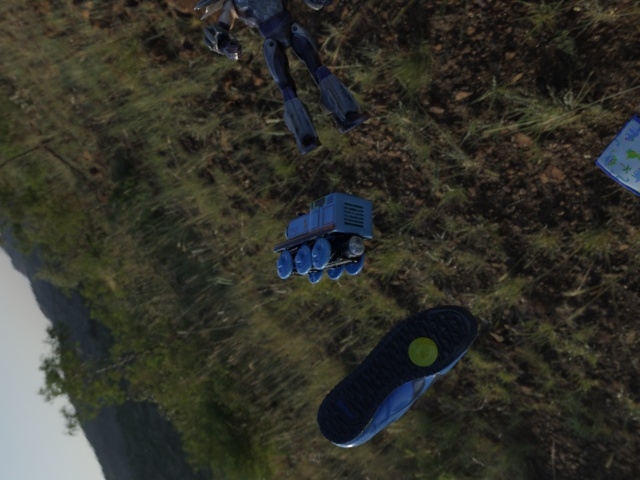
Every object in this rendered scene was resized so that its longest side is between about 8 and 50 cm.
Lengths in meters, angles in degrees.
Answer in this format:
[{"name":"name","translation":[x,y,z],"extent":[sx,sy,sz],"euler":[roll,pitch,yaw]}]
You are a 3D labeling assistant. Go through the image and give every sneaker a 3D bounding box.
[{"name":"sneaker","translation":[0.089,0.152,0.567],"extent":[0.069,0.209,0.082],"euler":[50,-178,31]}]

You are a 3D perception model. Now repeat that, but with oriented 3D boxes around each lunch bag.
[{"name":"lunch bag","translation":[0.665,-0.169,1.023],"extent":[0.151,0.096,0.128],"euler":[33,137,12]}]

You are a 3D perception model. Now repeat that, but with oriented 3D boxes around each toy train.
[{"name":"toy train","translation":[0.000,0.000,0.712],"extent":[0.184,0.080,0.105],"euler":[-19,64,56]}]

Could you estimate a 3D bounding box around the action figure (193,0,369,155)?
[{"name":"action figure","translation":[-0.046,-0.263,0.665],"extent":[0.285,0.185,0.099],"euler":[61,-174,-11]}]
